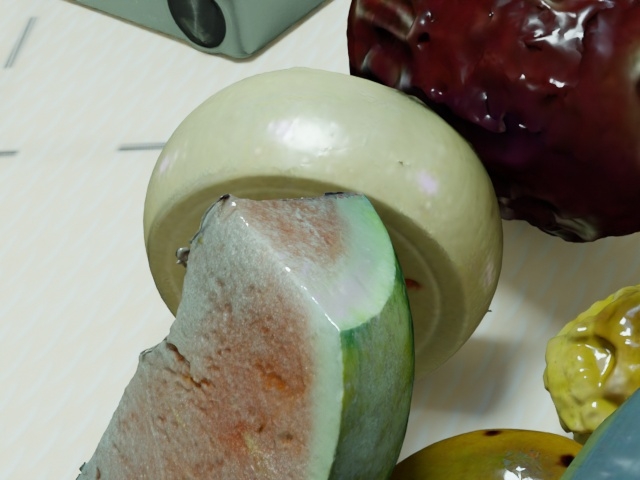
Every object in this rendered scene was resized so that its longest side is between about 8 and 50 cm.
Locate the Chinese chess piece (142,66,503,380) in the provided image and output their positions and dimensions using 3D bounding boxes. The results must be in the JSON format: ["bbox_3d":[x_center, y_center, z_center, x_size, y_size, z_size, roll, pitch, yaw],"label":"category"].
[{"bbox_3d":[0.000,0.000,1.210,0.251,0.251,0.097,4,48,15],"label":"Chinese chess piece"}]

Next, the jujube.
[{"bbox_3d":[0.160,-0.131,1.304,0.258,0.258,0.377,-24,16,-19],"label":"jujube"}]

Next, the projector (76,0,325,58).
[{"bbox_3d":[-0.116,-0.285,1.701,0.257,0.099,0.192,23,49,33],"label":"projector"}]

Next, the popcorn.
[{"bbox_3d":[0.252,0.093,1.147,0.194,0.163,0.140,-30,-2,18],"label":"popcorn"}]

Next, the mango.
[{"bbox_3d":[0.105,0.174,1.111,0.178,0.090,0.115,-6,48,15],"label":"mango"}]

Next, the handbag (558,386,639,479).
[{"bbox_3d":[0.202,0.236,0.895,0.222,0.241,0.263,15,42,26],"label":"handbag"}]

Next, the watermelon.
[{"bbox_3d":[-0.049,0.122,1.091,0.180,0.305,0.224,29,27,-2],"label":"watermelon"}]
